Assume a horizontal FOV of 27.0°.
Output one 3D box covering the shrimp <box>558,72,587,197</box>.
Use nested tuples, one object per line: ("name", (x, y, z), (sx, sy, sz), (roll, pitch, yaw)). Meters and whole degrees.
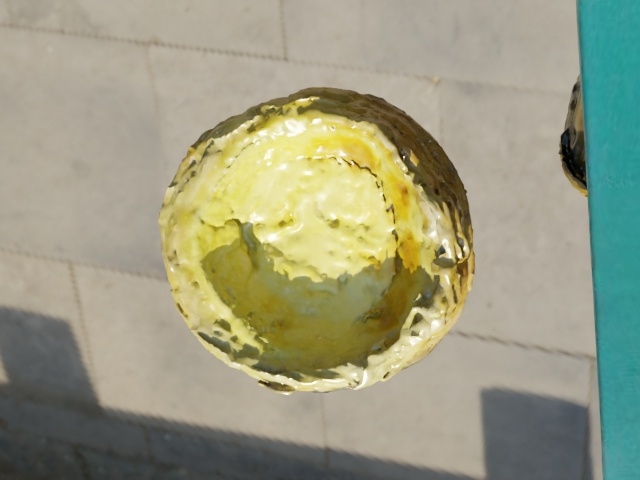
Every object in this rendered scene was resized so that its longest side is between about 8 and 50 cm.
("shrimp", (0.199, -0.119, 0.574), (0.066, 0.117, 0.262), (18, 119, -32))

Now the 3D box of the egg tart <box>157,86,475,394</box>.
("egg tart", (0.001, 0.001, 0.888), (0.212, 0.090, 0.213), (1, 93, 14))

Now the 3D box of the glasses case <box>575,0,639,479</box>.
("glasses case", (0.118, 0.085, 0.345), (0.070, 0.117, 0.301), (-6, 82, 25))
